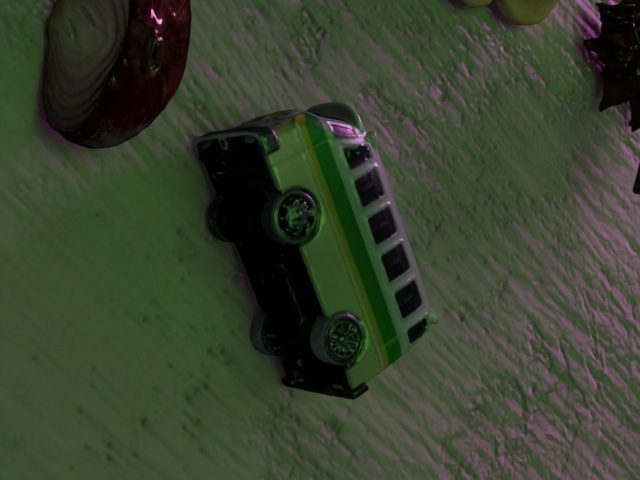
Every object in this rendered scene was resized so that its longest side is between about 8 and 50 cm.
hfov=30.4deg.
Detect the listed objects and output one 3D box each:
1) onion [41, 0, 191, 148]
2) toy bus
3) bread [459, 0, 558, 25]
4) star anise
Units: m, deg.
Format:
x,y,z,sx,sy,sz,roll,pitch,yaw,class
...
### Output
x,y,z,sx,sy,sz,roll,pitch,yaw,class
-0.163,-0.176,1.047,0.098,0.151,0.206,15,97,-49,onion
0.000,0.000,1.164,0.165,0.134,0.276,-28,107,-32,toy bus
0.239,-0.403,1.349,0.316,0.054,0.316,-14,117,-29,bread
0.432,-0.207,1.473,0.237,0.148,0.346,37,59,-27,star anise
